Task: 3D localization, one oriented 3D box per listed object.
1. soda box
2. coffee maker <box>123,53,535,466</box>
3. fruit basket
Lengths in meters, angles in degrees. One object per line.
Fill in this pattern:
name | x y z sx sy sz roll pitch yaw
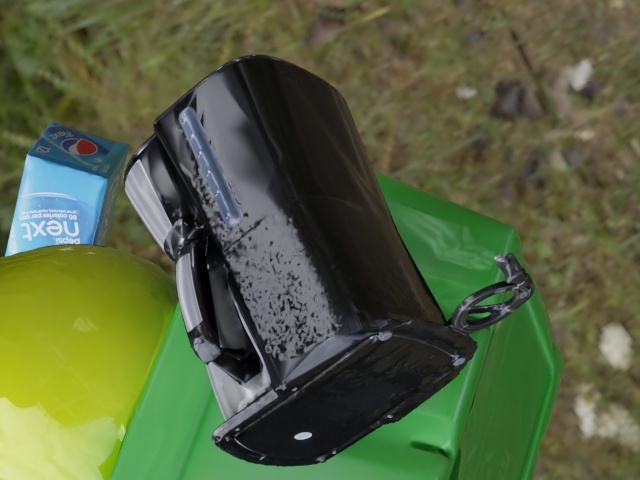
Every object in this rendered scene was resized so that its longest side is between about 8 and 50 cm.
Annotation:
soda box | -0.212 0.018 1.429 0.067 0.071 0.210 17 117 0
coffee maker | 0.000 0.000 0.914 0.120 0.171 0.178 61 -175 -61
fruit basket | -0.078 0.123 1.063 0.392 0.392 0.283 33 163 34
